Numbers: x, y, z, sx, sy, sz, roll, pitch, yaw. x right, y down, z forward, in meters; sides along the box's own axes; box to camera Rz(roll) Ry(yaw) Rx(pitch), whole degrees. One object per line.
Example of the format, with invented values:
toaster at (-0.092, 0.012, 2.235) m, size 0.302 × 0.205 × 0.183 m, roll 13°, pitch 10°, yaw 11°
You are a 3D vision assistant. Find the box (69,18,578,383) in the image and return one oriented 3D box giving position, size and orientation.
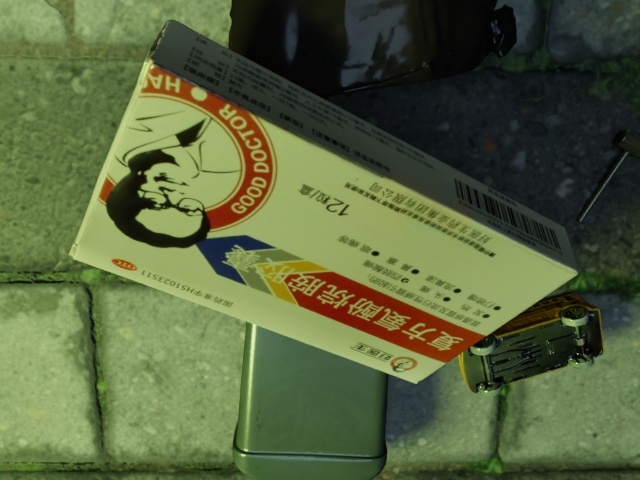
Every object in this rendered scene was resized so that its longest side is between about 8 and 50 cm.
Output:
box at (0.000, 0.000, 0.488) m, size 0.353 × 0.069 × 0.214 m, roll 25°, pitch 134°, yaw -18°

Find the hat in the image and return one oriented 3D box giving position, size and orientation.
hat at (-0.017, -0.202, 0.514) m, size 0.336 × 0.238 × 0.209 m, roll -20°, pitch 107°, yaw 14°

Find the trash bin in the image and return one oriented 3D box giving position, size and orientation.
trash bin at (-0.008, 0.172, 0.680) m, size 0.176 × 0.101 × 0.236 m, roll 4°, pitch 102°, yaw -1°

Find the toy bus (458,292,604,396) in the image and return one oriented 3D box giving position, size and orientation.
toy bus at (0.235, 0.116, 0.683) m, size 0.162 × 0.074 × 0.070 m, roll -16°, pitch 112°, yaw 0°

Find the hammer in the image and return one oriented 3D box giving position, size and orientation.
hammer at (0.324, -0.067, 0.667) m, size 0.035 × 0.019 × 0.110 m, roll 26°, pitch 105°, yaw -8°
